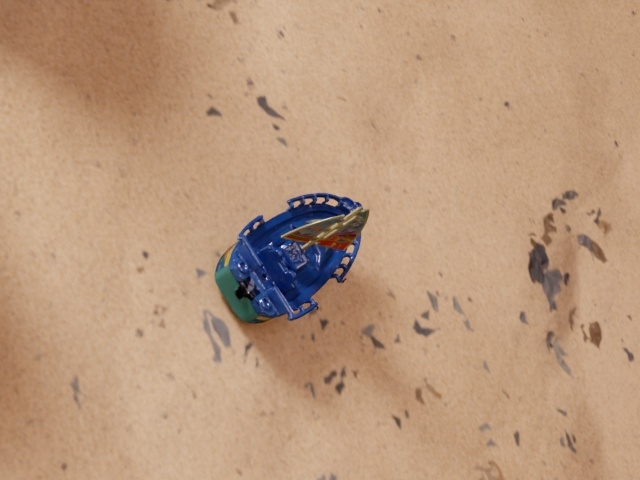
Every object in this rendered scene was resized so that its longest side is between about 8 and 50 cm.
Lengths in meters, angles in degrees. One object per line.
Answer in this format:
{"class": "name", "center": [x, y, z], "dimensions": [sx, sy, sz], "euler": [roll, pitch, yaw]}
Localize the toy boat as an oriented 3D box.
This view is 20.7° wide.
{"class": "toy boat", "center": [0.000, 0.000, 1.446], "dimensions": [0.091, 0.110, 0.175], "euler": [58, 38, -4]}
